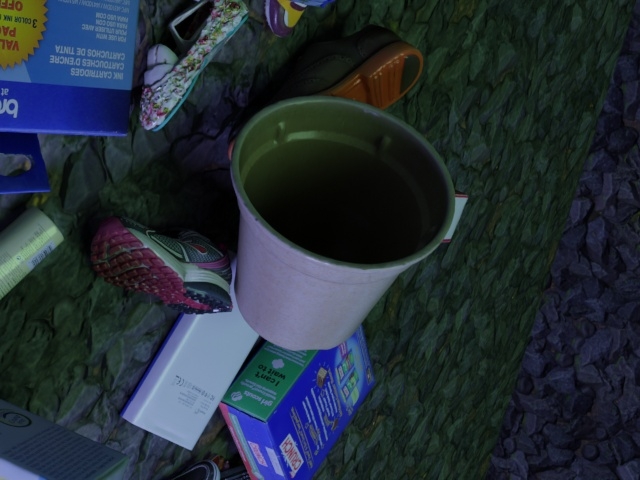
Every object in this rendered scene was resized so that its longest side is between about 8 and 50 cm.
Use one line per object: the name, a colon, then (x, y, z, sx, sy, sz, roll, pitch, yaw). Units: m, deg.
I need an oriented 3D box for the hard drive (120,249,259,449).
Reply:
hard drive: (-0.195, 0.189, 1.787, 0.319, 0.040, 0.210, -60, 150, -10)

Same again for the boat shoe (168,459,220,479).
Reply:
boat shoe: (-0.262, 0.466, 1.850, 0.219, 0.077, 0.070, -46, 147, -28)

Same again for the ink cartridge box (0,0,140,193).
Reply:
ink cartridge box: (-0.324, -0.251, 1.075, 0.270, 0.151, 0.395, -7, 108, -57)

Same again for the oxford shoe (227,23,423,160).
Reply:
oxford shoe: (-0.012, -0.234, 1.708, 0.363, 0.133, 0.130, -31, 147, -19)

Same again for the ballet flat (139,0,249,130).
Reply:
ballet flat: (-0.191, -0.260, 1.441, 0.077, 0.091, 0.241, 45, 65, -27)

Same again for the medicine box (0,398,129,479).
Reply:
medicine box: (-0.420, 0.341, 1.262, 0.149, 0.289, 0.263, -21, 131, -77)

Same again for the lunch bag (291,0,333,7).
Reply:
lunch bag: (-0.032, -0.423, 1.498, 0.096, 0.128, 0.151, -167, -92, -76)

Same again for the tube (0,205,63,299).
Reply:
tube: (-0.427, 0.056, 1.302, 0.070, 0.062, 0.240, 47, 69, -12)

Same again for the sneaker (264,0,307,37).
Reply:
sneaker: (-0.023, -0.394, 1.588, 0.069, 0.084, 0.185, -8, 118, -56)

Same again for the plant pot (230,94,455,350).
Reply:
plant pot: (0.000, 0.000, 1.615, 0.334, 0.334, 0.305, -40, 162, -37)

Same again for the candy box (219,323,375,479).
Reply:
candy box: (-0.035, 0.292, 2.017, 0.317, 0.122, 0.268, -52, 146, -33)

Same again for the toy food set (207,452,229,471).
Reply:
toy food set: (-0.202, 0.441, 1.985, 0.078, 0.019, 0.122, -47, 146, -29)

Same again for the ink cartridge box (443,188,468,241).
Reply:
ink cartridge box: (0.119, -0.085, 1.897, 0.172, 0.237, 0.100, -2, 116, -58)

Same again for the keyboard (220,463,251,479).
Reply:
keyboard: (-0.191, 0.488, 1.995, 0.180, 0.023, 0.108, -2, 114, -57)

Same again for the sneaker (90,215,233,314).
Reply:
sneaker: (-0.233, 0.024, 1.553, 0.299, 0.120, 0.112, 38, 49, -59)
